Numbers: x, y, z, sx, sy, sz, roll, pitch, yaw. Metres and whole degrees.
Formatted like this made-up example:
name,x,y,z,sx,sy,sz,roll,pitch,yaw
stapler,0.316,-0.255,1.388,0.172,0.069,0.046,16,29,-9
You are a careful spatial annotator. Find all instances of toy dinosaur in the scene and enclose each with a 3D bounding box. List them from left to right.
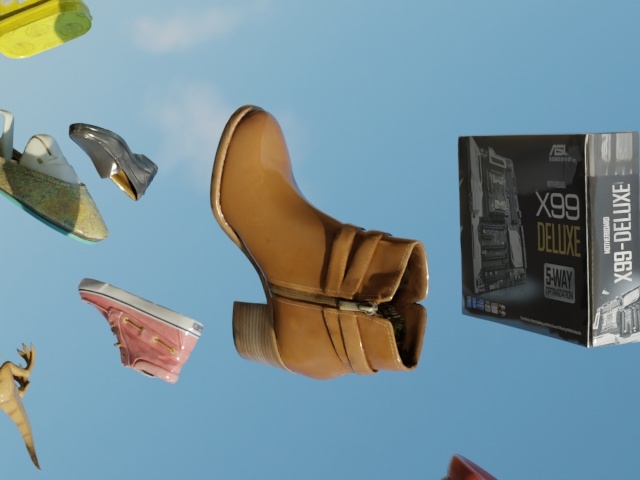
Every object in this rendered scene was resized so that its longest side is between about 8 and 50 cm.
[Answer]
name,x,y,z,sx,sy,sz,roll,pitch,yaw
toy dinosaur,-0.400,0.190,1.583,0.064,0.211,0.112,-33,-176,32

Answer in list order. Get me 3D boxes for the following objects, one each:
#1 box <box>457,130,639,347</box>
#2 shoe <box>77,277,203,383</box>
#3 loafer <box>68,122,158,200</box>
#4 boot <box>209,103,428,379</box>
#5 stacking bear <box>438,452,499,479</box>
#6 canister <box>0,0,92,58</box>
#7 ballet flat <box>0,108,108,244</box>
name,x,y,z,sx,sy,sz,roll,pitch,yaw
box,0.273,-0.012,1.528,0.077,0.242,0.307,-4,-174,-21
shoe,-0.227,0.106,1.471,0.178,0.063,0.081,19,-101,26
loafer,-0.317,-0.121,1.893,0.062,0.170,0.061,-3,-118,43
boot,0.000,0.000,1.248,0.220,0.109,0.283,0,-90,41
stacking bear,0.174,0.475,1.848,0.289,0.164,0.175,-52,-154,0
canister,-0.378,-0.339,1.628,0.126,0.073,0.169,-20,-108,8
ballet flat,-0.431,-0.115,1.734,0.349,0.123,0.123,27,-118,16
